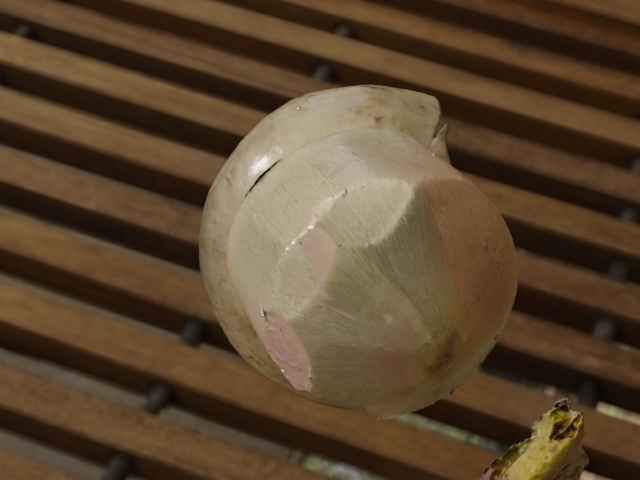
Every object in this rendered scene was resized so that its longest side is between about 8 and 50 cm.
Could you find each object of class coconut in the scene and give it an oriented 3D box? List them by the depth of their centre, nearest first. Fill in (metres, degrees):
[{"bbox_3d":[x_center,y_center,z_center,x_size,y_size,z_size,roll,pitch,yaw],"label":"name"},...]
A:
[{"bbox_3d":[0.037,0.027,0.784,0.183,0.171,0.171,-128,42,-50],"label":"coconut"}]

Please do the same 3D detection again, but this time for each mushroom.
[{"bbox_3d":[0.000,0.000,1.023,0.195,0.189,0.253,-110,27,-77],"label":"mushroom"}]

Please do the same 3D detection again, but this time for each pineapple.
[{"bbox_3d":[0.039,0.080,0.328,0.083,0.019,0.045,-42,-33,-21],"label":"pineapple"}]
